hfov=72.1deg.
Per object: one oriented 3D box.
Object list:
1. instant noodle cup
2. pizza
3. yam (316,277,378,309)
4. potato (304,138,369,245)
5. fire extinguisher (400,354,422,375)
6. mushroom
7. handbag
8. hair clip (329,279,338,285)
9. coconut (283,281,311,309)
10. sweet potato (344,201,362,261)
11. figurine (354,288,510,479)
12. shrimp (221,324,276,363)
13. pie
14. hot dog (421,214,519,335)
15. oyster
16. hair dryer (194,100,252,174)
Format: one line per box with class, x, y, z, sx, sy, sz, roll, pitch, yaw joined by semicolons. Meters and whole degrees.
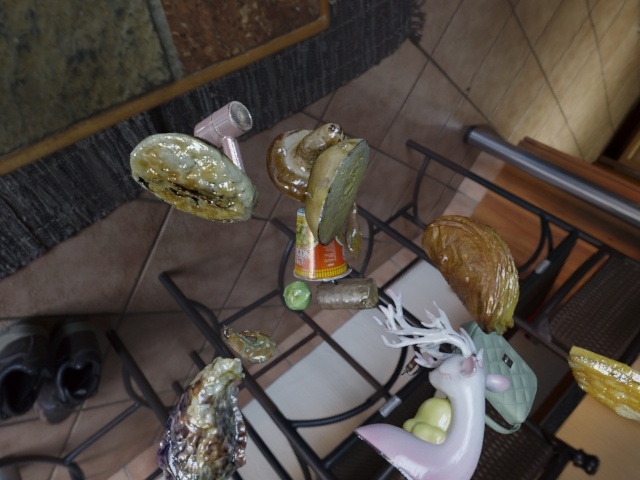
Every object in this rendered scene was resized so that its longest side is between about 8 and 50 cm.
instant noodle cup;0.000;0.000;1.406;0.193;0.193;0.212;-17;110;-40
pizza;0.414;0.200;0.604;0.035;0.160;0.099;-48;156;-21
yam;0.113;0.207;1.715;0.128;0.238;0.129;5;79;-56
potato;0.021;-0.141;1.147;0.239;0.116;0.298;33;79;-77
fire extinguisher;0.306;0.422;1.448;0.032;0.046;0.100;-43;161;-47
mushroom;-0.043;-0.269;1.392;0.267;0.267;0.254;-14;125;-42
handbag;0.408;0.330;1.049;0.079;0.256;0.219;-39;-173;45
hair clip;0.022;0.085;1.610;0.146;0.056;0.187;-69;148;-61
coconut;-0.067;0.170;1.347;0.096;0.087;0.088;-20;169;40
sweet potato;0.118;-0.038;1.593;0.068;0.068;0.226;14;72;-54
figurine;0.194;0.266;0.831;0.315;0.284;0.206;-46;126;-18
shrimp;-0.197;0.269;1.186;0.099;0.180;0.041;-42;141;-38
pie;-0.304;-0.136;1.071;0.339;0.339;0.077;63;38;-55
hot dog;0.330;0.067;0.935;0.122;0.272;0.196;-23;139;-8
oyster;-0.271;0.440;1.026;0.275;0.271;0.100;-25;175;-12
hair dryer;-0.292;-0.253;1.422;0.189;0.344;0.107;-19;173;33
